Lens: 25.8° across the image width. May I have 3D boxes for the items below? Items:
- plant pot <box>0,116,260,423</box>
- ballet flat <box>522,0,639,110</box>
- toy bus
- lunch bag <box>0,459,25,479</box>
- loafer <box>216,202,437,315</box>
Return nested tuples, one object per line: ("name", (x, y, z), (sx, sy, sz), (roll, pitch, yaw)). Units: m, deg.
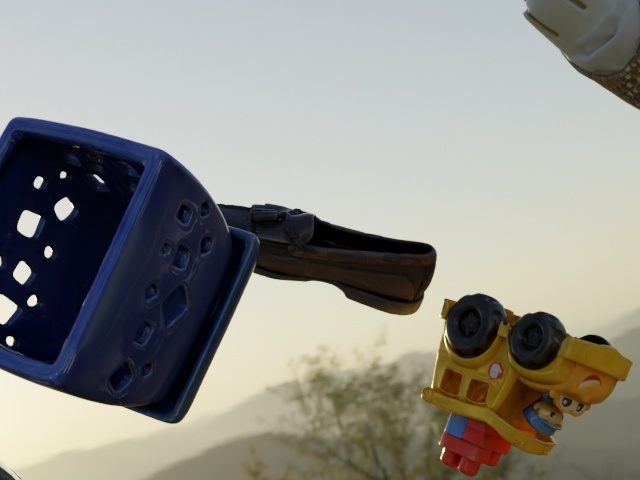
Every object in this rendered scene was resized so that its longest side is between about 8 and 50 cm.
("plant pot", (-0.209, 0.040, 1.344), (0.236, 0.236, 0.212), (14, -15, 39))
("ballet flat", (0.110, -0.132, 0.666), (0.067, 0.206, 0.073), (-16, -29, -40))
("toy bus", (0.230, 0.185, 1.659), (0.149, 0.211, 0.220), (25, -8, -42))
("lunch bag", (-0.283, 0.160, 0.799), (0.235, 0.169, 0.287), (35, 2, -34))
("loafer", (0.000, 0.000, 1.740), (0.302, 0.109, 0.095), (19, -57, -9))
